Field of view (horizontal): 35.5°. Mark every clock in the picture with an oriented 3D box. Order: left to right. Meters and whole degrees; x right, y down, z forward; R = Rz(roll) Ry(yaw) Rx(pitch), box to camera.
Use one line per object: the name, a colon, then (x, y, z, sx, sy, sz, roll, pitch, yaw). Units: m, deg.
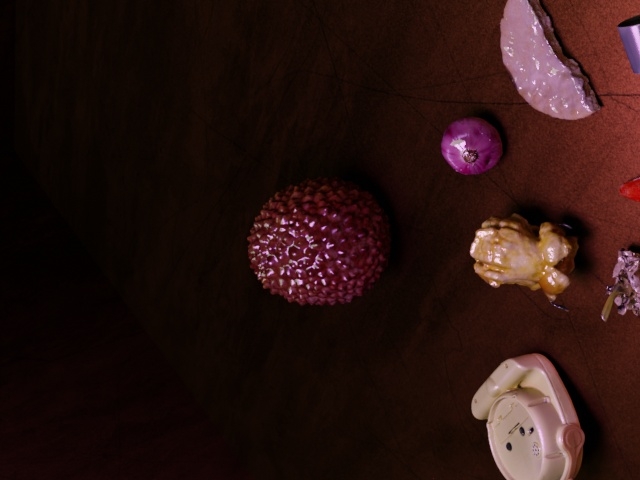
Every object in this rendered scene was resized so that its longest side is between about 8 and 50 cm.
clock: (0.426, 0.398, 1.990, 0.308, 0.096, 0.235, 68, 151, 30)

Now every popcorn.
popcorn: (0.378, 0.032, 1.837, 0.195, 0.174, 0.168, 10, 163, 23)

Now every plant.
plant: (0.513, 0.082, 1.704, 0.104, 0.122, 0.117, 10, 128, 65)

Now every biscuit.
biscuit: (0.372, -0.304, 1.709, 0.250, 0.032, 0.133, 61, 147, 4)

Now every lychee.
lychee: (0.000, 0.000, 2.199, 0.306, 0.330, 0.306, -6, 81, 39)

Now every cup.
cup: (0.493, -0.301, 1.511, 0.100, 0.078, 0.077, -105, -5, -73)

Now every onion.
onion: (0.284, -0.179, 1.874, 0.115, 0.104, 0.115, 3, 116, 6)

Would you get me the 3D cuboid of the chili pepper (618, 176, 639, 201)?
chili pepper: (0.575, -0.065, 1.565, 0.272, 0.063, 0.071, 23, 117, 50)
